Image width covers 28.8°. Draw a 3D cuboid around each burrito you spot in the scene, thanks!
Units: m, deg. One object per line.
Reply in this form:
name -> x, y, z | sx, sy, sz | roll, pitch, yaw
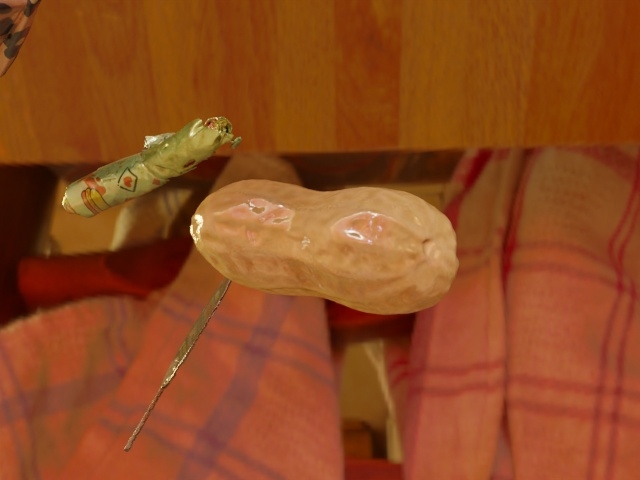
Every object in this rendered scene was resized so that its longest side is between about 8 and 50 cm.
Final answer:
burrito -> -0.212, -0.103, 1.592 | 0.288, 0.104, 0.054 | -21, 115, 35

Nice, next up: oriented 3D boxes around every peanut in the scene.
peanut -> 0.000, 0.000, 1.147 | 0.257, 0.123, 0.123 | 9, 136, 12

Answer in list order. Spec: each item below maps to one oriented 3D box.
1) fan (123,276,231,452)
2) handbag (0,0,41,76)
fan -> -0.194, 0.159, 1.824 | 0.012, 0.294, 0.223 | 31, 151, -7
handbag -> -0.522, -0.363, 1.792 | 0.190, 0.251, 0.193 | -3, 141, -37
